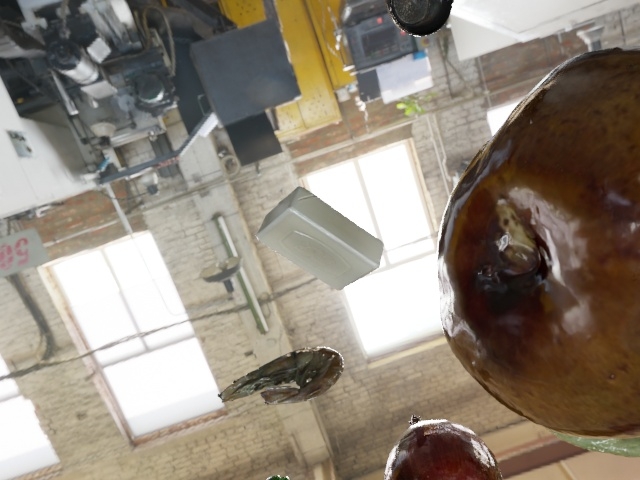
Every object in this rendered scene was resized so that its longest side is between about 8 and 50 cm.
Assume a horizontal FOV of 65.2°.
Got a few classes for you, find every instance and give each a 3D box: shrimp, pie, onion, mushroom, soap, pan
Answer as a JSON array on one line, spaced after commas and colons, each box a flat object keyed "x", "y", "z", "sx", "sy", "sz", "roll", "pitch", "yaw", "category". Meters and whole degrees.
[{"x": -0.066, "y": 0.244, "z": 0.857, "sx": 0.224, "sy": 0.047, "sz": 0.126, "roll": -20, "pitch": -156, "yaw": -4, "category": "shrimp"}, {"x": 0.447, "y": 0.305, "z": 0.806, "sx": 0.187, "sy": 0.041, "sz": 0.187, "roll": 8, "pitch": 174, "yaw": 1, "category": "pie"}, {"x": 0.154, "y": 0.299, "z": 0.656, "sx": 0.160, "sy": 0.159, "sz": 0.195, "roll": -18, "pitch": -160, "yaw": 4, "category": "onion"}, {"x": 0.220, "y": 0.001, "z": 0.368, "sx": 0.255, "sy": 0.267, "sz": 0.267, "roll": -16, "pitch": -167, "yaw": -4, "category": "mushroom"}, {"x": 0.000, "y": 0.000, "z": 0.835, "sx": 0.121, "sy": 0.183, "sz": 0.063, "roll": -36, "pitch": -152, "yaw": 48, "category": "soap"}, {"x": 0.109, "y": -0.225, "z": 0.460, "sx": 0.115, "sy": 0.068, "sz": 0.023, "roll": -14, "pitch": -165, "yaw": -14, "category": "pan"}]

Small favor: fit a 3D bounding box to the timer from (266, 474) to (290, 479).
[{"x": -0.060, "y": 0.355, "z": 0.625, "sx": 0.136, "sy": 0.099, "sz": 0.136, "roll": -42, "pitch": -172, "yaw": 7, "category": "timer"}]
